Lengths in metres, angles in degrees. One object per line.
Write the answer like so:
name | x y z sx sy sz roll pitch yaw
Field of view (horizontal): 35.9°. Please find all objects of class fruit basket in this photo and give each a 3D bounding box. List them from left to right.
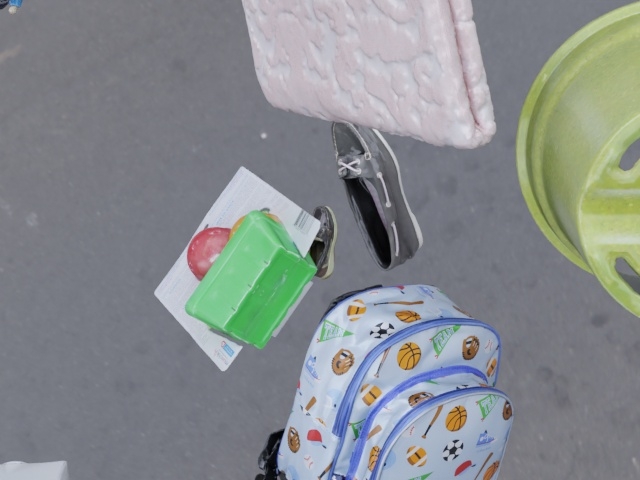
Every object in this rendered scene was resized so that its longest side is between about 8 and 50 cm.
fruit basket | -0.162 0.046 1.915 0.327 0.165 0.353 -56 32 1

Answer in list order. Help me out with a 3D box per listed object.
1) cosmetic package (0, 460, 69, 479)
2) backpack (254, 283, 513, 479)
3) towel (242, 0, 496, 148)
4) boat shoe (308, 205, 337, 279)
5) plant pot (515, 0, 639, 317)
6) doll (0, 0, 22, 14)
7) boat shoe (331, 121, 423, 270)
cosmetic package | -0.597 0.580 1.817 0.217 0.156 0.385 -2 22 0
backpack | 0.089 0.187 1.127 0.277 0.263 0.213 -10 25 -37
towel | 0.005 -0.245 0.882 0.053 0.316 0.332 -28 27 -23
boat shoe | 0.000 0.000 1.978 0.056 0.049 0.152 -14 70 33
plant pot | 0.296 -0.050 0.795 0.276 0.254 0.276 3 107 11
doll | -0.645 -0.497 1.953 0.189 0.046 0.129 -30 92 17
boat shoe | 0.096 -0.091 1.881 0.112 0.335 0.095 3 37 49
